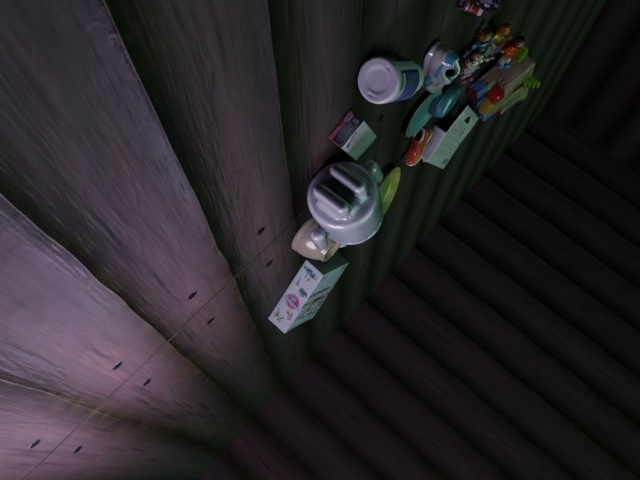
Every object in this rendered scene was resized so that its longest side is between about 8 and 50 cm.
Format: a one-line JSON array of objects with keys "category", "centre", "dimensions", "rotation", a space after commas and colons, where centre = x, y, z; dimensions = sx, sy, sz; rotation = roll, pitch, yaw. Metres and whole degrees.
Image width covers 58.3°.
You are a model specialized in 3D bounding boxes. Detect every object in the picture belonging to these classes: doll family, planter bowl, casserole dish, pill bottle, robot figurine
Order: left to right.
[{"category": "planter bowl", "centre": [0.000, 0.000, 1.856], "dimensions": [0.162, 0.109, 0.162], "rotation": [-44, 163, -17]}, {"category": "robot figurine", "centre": [0.078, -0.102, 1.663], "dimensions": [0.300, 0.200, 0.353], "rotation": [-47, 164, -4]}, {"category": "pill bottle", "centre": [0.183, -0.401, 1.424], "dimensions": [0.187, 0.112, 0.112], "rotation": [-26, 152, -53]}, {"category": "casserole dish", "centre": [0.449, -0.489, 2.016], "dimensions": [0.188, 0.037, 0.114], "rotation": [-43, 161, -54]}, {"category": "doll family", "centre": [0.556, -0.645, 1.917], "dimensions": [0.263, 0.118, 0.163], "rotation": [-25, 163, -16]}]

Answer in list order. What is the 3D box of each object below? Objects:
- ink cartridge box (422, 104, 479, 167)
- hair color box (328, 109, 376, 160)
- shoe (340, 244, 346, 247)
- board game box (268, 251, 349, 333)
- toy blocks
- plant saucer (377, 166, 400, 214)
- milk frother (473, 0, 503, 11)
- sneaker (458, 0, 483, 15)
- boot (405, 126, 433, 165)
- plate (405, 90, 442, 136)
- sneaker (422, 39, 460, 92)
[{"category": "ink cartridge box", "centre": [0.520, -0.426, 2.328], "dimensions": [0.261, 0.066, 0.296], "rotation": [-57, 161, 15]}, {"category": "hair color box", "centre": [0.090, -0.281, 1.557], "dimensions": [0.093, 0.053, 0.167], "rotation": [-50, 165, 7]}, {"category": "shoe", "centre": [0.111, -0.048, 2.133], "dimensions": [0.178, 0.064, 0.081], "rotation": [-42, 162, -43]}, {"category": "board game box", "centre": [-0.043, 0.192, 2.204], "dimensions": [0.303, 0.098, 0.224], "rotation": [-58, 161, 24]}, {"category": "toy blocks", "centre": [0.723, -0.607, 2.341], "dimensions": [0.261, 0.190, 0.381], "rotation": [-39, 164, 5]}, {"category": "plant saucer", "centre": [0.226, -0.169, 2.132], "dimensions": [0.241, 0.037, 0.240], "rotation": [-53, 160, -29]}, {"category": "milk frother", "centre": [0.425, -0.676, 1.428], "dimensions": [0.134, 0.129, 0.143], "rotation": [-58, 160, -6]}, {"category": "sneaker", "centre": [0.420, -0.668, 1.594], "dimensions": [0.042, 0.067, 0.118], "rotation": [109, -4, -47]}, {"category": "boot", "centre": [0.349, -0.346, 2.103], "dimensions": [0.085, 0.059, 0.157], "rotation": [-12, 132, -60]}, {"category": "plate", "centre": [0.342, -0.433, 1.936], "dimensions": [0.188, 0.024, 0.188], "rotation": [-45, 164, -17]}, {"category": "sneaker", "centre": [0.360, -0.497, 1.714], "dimensions": [0.087, 0.092, 0.228], "rotation": [-50, 165, -3]}]
